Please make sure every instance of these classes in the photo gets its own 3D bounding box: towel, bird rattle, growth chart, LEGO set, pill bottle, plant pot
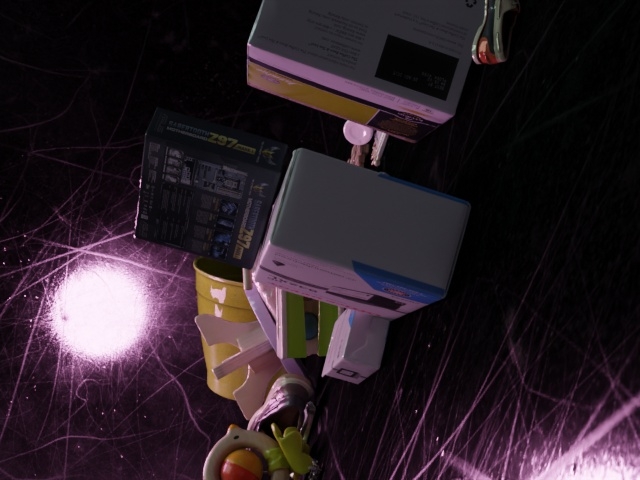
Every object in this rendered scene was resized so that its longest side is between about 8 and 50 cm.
[{"bbox_3d":[-0.105,0.110,2.025,0.053,0.331,0.317,-30,-10,-1],"label":"towel"},{"bbox_3d":[-0.124,0.461,1.687,0.253,0.207,0.143,-64,-15,-12],"label":"bird rattle"},{"bbox_3d":[0.155,-0.280,2.159,0.237,0.021,0.171,-83,11,-67],"label":"growth chart"},{"bbox_3d":[-0.010,0.412,1.559,0.083,0.024,0.054,66,-138,-77],"label":"LEGO set"},{"bbox_3d":[-0.044,0.419,1.885,0.113,0.023,0.152,147,140,-84],"label":"towel"},{"bbox_3d":[0.114,-0.311,2.314,0.137,0.078,0.078,-60,-7,-54],"label":"pill bottle"},{"bbox_3d":[-0.180,0.244,2.457,0.366,0.367,0.352,-93,9,-77],"label":"plant pot"}]

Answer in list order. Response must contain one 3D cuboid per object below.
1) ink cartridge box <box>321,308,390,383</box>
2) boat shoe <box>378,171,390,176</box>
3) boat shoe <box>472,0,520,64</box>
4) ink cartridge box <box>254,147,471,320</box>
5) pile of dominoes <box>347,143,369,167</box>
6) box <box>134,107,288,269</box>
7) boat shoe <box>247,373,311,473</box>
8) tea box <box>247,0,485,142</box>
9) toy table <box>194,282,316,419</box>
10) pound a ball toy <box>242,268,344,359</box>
[{"bbox_3d":[0.057,0.163,1.410,0.180,0.060,0.104,120,166,-69],"label":"ink cartridge box"},{"bbox_3d":[0.097,-0.049,1.729,0.081,0.079,0.227,-48,-14,-30],"label":"boat shoe"},{"bbox_3d":[0.232,-0.286,1.133,0.043,0.049,0.137,6,71,42],"label":"boat shoe"},{"bbox_3d":[0.039,0.007,1.185,0.307,0.223,0.129,126,160,-77],"label":"ink cartridge box"},{"bbox_3d":[0.096,-0.143,2.399,0.196,0.040,0.251,125,154,-73],"label":"pile of dominoes"},{"bbox_3d":[-0.158,-0.065,1.241,0.232,0.184,0.059,110,174,-52],"label":"box"},{"bbox_3d":[-0.096,0.400,1.863,0.092,0.103,0.285,-75,10,-56],"label":"boat shoe"},{"bbox_3d":[0.066,-0.328,1.457,0.323,0.329,0.219,164,125,-84],"label":"tea box"},{"bbox_3d":[-0.146,0.248,1.942,0.274,0.161,0.252,61,179,14],"label":"toy table"},{"bbox_3d":[-0.064,0.068,1.737,0.136,0.208,0.319,166,102,-82],"label":"pound a ball toy"}]
